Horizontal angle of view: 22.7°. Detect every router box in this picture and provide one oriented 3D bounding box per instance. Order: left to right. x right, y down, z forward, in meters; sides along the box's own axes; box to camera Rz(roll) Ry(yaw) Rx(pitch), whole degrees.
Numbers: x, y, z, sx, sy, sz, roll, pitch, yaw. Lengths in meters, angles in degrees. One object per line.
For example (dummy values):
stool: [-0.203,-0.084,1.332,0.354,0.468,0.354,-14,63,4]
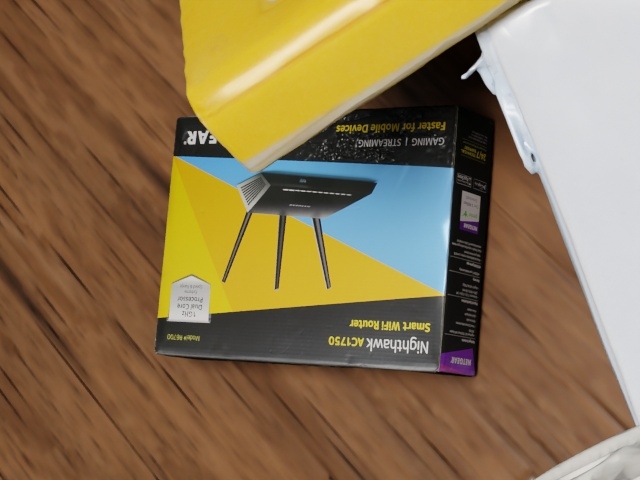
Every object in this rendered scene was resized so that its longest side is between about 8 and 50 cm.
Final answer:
router box: [0.000,0.000,0.835,0.179,0.046,0.133,0,83,34]

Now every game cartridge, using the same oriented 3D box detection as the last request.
game cartridge: [0.074,-0.201,0.704,0.323,0.053,0.285,-34,32,16]

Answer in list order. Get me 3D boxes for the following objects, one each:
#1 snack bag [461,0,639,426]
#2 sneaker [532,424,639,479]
snack bag: [0.256,0.014,0.584,0.342,0.037,0.323,-18,99,30]
sneaker: [0.197,0.168,0.569,0.323,0.130,0.236,-30,88,26]
